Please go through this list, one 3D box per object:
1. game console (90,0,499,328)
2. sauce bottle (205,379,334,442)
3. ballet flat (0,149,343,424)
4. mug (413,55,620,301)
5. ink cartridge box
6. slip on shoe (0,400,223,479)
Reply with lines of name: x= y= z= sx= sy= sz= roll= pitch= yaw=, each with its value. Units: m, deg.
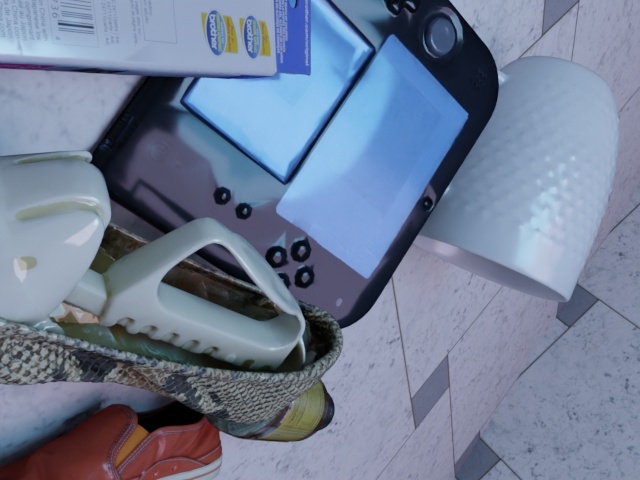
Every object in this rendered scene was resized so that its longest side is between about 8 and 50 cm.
game console: x=0.010 y=-0.126 z=0.625 sx=0.342 sy=0.060 sz=0.387 roll=38 pitch=81 yaw=-34
sauce bottle: x=-0.051 y=0.219 z=0.811 sx=0.111 sy=0.111 sz=0.344 roll=-55 pitch=159 yaw=-10
ballet flat: x=-0.156 y=0.032 z=0.458 sx=0.182 sy=0.164 sz=0.482 roll=-35 pitch=139 yaw=26
mug: x=0.280 y=-0.125 z=0.928 sx=0.373 sy=0.276 sz=0.328 roll=25 pitch=87 yaw=-25
ink cartridge box: x=-0.129 y=-0.218 z=0.440 sx=0.311 sy=0.065 sz=0.186 roll=-13 pitch=106 yaw=-45
slip on shoe: x=-0.232 y=0.224 z=0.620 sx=0.331 sy=0.122 sz=0.102 roll=8 pitch=85 yaw=-54
